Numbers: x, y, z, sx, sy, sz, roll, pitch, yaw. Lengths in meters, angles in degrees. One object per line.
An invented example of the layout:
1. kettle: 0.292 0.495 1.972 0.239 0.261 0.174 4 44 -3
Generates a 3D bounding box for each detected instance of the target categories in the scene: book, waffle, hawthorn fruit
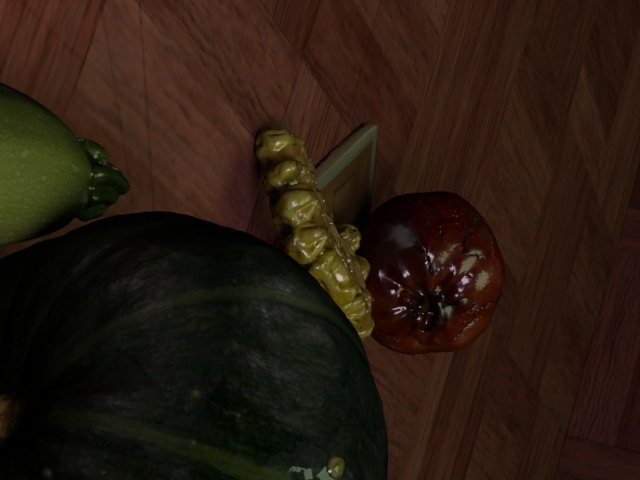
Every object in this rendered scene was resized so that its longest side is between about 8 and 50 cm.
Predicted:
1. book: 0.009 0.034 1.519 0.170 0.018 0.241 -46 144 -57
2. waffle: -0.003 0.002 1.340 0.149 0.051 0.194 -105 169 -46
3. hawthorn fruit: 0.093 0.020 1.526 0.172 0.148 0.148 -86 179 -63

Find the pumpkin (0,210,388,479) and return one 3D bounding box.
1. pumpkin: -0.102 0.134 0.842 0.207 0.300 0.300 46 56 -41

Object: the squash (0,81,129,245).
1. squash: -0.188 -0.039 0.802 0.341 0.094 0.094 -6 108 -69
